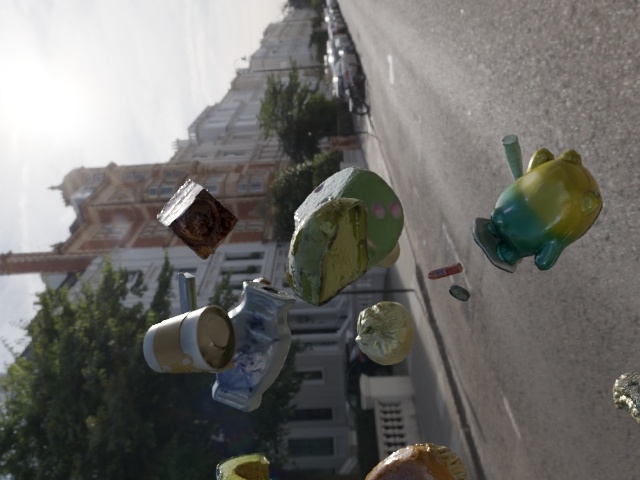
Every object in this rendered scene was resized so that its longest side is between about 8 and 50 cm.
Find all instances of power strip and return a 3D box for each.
[{"bbox_3d":[-0.472,0.243,1.822,0.092,0.034,0.267,12,107,49],"label":"power strip"}]

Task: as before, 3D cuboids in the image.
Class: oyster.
[{"bbox_3d":[0.708,0.333,1.136,0.132,0.072,0.209,-66,-24,1],"label":"oyster"}]

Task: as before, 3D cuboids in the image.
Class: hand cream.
[{"bbox_3d":[0.619,-0.243,1.615,0.078,0.050,0.204,-84,-28,-45],"label":"hand cream"}]

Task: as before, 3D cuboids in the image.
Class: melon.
[{"bbox_3d":[-0.227,0.744,1.511,0.265,0.170,0.129,-176,92,-75],"label":"melon"}]

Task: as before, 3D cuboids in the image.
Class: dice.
[{"bbox_3d":[0.113,-0.072,2.012,0.322,0.318,0.330,48,-127,-19],"label":"dice"}]

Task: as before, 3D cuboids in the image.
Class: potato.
[{"bbox_3d":[0.000,0.000,1.499,0.330,0.213,0.279,-30,-49,-57],"label":"potato"}]

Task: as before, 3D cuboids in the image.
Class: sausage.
[{"bbox_3d":[0.408,0.106,1.686,0.034,0.130,0.034,20,-121,-38],"label":"sausage"}]

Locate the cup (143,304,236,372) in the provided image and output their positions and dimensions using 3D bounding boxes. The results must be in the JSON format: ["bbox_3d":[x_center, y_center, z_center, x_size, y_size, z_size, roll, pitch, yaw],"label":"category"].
[{"bbox_3d":[-0.366,0.316,1.485,0.241,0.226,0.185,60,-153,-33],"label":"cup"}]

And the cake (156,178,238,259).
[{"bbox_3d":[-0.397,-0.069,1.699,0.198,0.196,0.293,45,170,-27],"label":"cake"}]

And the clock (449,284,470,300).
[{"bbox_3d":[0.539,0.205,1.975,0.017,0.085,0.085,-54,-20,-23],"label":"clock"}]

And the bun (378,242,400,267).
[{"bbox_3d":[0.246,-0.035,2.379,0.361,0.213,0.360,-11,-90,-89],"label":"bun"}]

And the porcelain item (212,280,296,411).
[{"bbox_3d":[-0.227,0.354,1.717,0.178,0.243,0.404,-30,-41,-81],"label":"porcelain item"}]

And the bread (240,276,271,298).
[{"bbox_3d":[-0.265,0.190,2.065,0.044,0.126,0.129,57,153,-11],"label":"bread"}]

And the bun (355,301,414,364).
[{"bbox_3d":[0.214,0.318,1.770,0.229,0.145,0.229,-22,63,50],"label":"bun"}]

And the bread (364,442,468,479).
[{"bbox_3d":[0.258,0.758,1.506,0.388,0.183,0.236,-56,49,21],"label":"bread"}]

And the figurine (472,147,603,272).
[{"bbox_3d":[0.600,-0.079,1.401,0.340,0.232,0.323,-51,37,43],"label":"figurine"}]
